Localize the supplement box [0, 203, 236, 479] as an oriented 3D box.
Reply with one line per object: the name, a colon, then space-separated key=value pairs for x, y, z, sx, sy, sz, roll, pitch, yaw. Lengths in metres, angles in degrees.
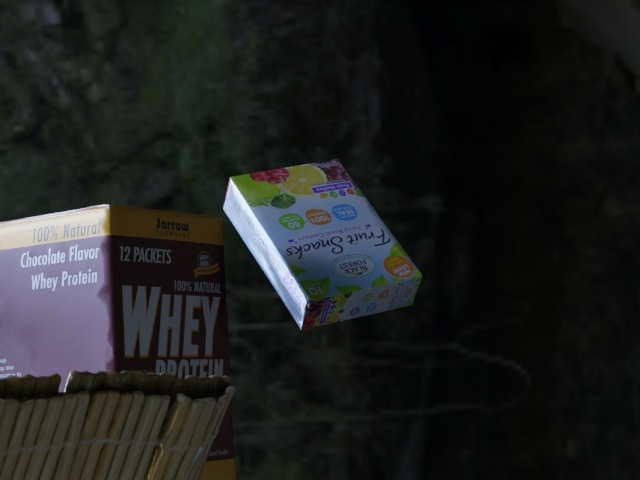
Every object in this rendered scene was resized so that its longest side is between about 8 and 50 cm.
supplement box: x=-0.176 y=0.084 z=1.088 sx=0.129 sy=0.191 sz=0.194 roll=6 pitch=-101 yaw=-56

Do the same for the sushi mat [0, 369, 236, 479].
sushi mat: x=-0.142 y=0.182 z=0.632 sx=0.019 sy=0.151 sz=0.317 roll=52 pitch=131 yaw=43

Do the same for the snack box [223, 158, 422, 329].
snack box: x=0.000 y=0.000 z=1.176 sx=0.141 sy=0.100 sz=0.037 roll=56 pitch=146 yaw=36
